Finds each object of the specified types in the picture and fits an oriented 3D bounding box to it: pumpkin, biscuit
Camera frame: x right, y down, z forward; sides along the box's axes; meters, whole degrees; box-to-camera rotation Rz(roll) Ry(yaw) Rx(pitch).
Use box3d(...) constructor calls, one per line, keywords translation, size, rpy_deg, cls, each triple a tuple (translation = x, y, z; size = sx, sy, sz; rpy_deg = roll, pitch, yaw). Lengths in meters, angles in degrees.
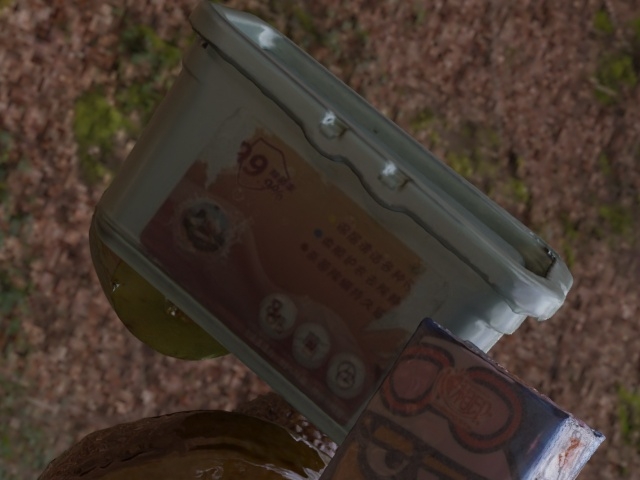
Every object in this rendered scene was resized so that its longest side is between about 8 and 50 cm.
box3d(translation=(-0.103, 0.026, 1.200), size=(0.110, 0.217, 0.217), rpy_deg=(-98, -155, -49), cls="pumpkin")
box3d(translation=(-0.050, 0.281, 1.046), size=(0.350, 0.394, 0.070), rpy_deg=(-28, -146, 25), cls="biscuit")

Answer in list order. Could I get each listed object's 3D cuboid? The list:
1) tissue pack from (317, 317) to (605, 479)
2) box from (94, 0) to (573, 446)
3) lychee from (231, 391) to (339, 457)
box3d(translation=(0.066, 0.139, 0.735), size=(0.155, 0.115, 0.065), rpy_deg=(-56, 140, 1), cls="tissue pack")
box3d(translation=(0.000, 0.000, 0.929), size=(0.182, 0.312, 0.175), rpy_deg=(-52, 173, 13), cls="box")
box3d(translation=(-0.037, 0.248, 1.360), size=(0.194, 0.194, 0.194), rpy_deg=(-157, -90, -88), cls="lychee")
